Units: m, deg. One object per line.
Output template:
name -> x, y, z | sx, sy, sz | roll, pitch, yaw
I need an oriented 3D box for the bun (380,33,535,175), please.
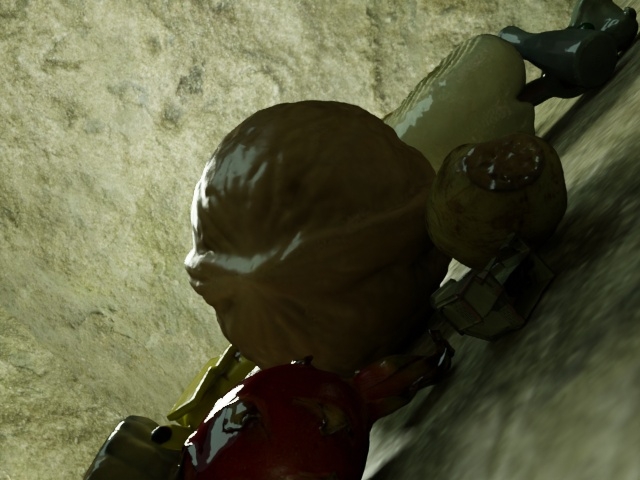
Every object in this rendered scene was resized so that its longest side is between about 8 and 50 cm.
bun -> 0.210, -0.161, 1.223 | 0.365, 0.219, 0.365 | -42, 10, 9

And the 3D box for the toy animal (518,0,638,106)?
toy animal -> 0.440, -0.304, 1.256 | 0.138, 0.108, 0.236 | 2, -58, -53

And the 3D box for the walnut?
walnut -> 0.000, 0.000, 0.803 | 0.333, 0.333, 0.333 | -47, -2, -2

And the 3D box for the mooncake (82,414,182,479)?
mooncake -> -0.359, 0.481, 1.382 | 0.290, 0.161, 0.290 | -63, 1, 1

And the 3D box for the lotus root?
lotus root -> 0.139, -0.026, 0.606 | 0.110, 0.097, 0.258 | -13, -9, 9

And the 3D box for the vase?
vase -> 0.367, -0.303, 1.184 | 0.086, 0.086, 0.214 | -47, 33, -2

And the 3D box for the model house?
model house -> 0.116, 0.040, 0.521 | 0.083, 0.057, 0.058 | -47, 5, -32

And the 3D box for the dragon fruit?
dragon fruit -> 0.003, 0.137, 0.528 | 0.246, 0.125, 0.125 | -30, -21, -18

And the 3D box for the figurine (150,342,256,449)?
figurine -> -0.156, 0.289, 1.368 | 0.327, 0.169, 0.218 | -47, -6, 8

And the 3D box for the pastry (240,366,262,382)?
pastry -> -0.086, 0.246, 1.010 | 0.189, 0.103, 0.189 | -47, -1, -1
